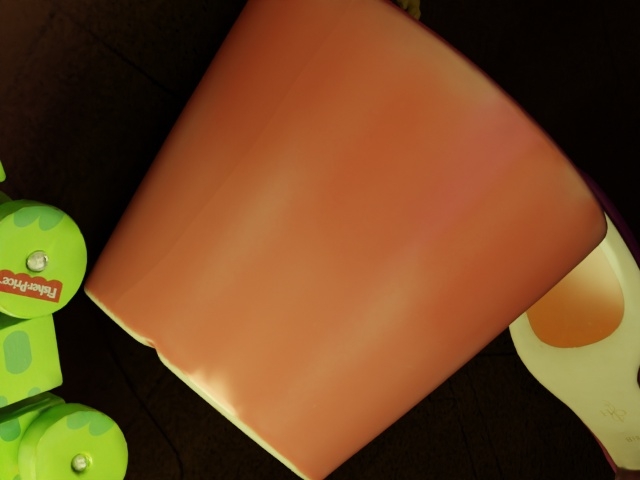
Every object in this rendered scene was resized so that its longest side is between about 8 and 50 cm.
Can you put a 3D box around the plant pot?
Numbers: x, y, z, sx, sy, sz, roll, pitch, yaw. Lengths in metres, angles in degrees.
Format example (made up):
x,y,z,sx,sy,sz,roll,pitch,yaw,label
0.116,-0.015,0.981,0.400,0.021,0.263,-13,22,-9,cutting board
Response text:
x,y,z,sx,sy,sz,roll,pitch,yaw,label
0.000,0.000,0.983,0.243,0.275,0.275,-50,127,-5,plant pot

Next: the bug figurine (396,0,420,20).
x,y,z,sx,sy,sz,roll,pitch,yaw,label
0.024,-0.268,0.931,0.072,0.279,0.216,-24,145,15,bug figurine

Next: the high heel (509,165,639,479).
x,y,z,sx,sy,sz,roll,pitch,yaw,label
0.255,0.081,1.315,0.181,0.127,0.377,-49,128,-54,high heel

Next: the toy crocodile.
x,y,z,sx,sy,sz,roll,pitch,yaw,label
-0.196,0.074,0.924,0.105,0.115,0.341,-21,112,-31,toy crocodile
